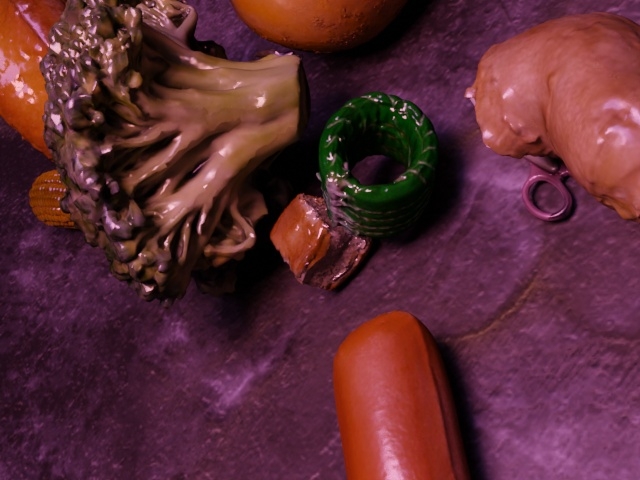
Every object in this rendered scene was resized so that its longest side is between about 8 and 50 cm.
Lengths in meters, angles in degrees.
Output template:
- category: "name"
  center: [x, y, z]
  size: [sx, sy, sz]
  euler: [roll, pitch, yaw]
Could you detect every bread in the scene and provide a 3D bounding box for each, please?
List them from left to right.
- category: "bread"
  center: [-0.399, -0.269, 1.497]
  size: [0.194, 0.179, 0.340]
  euler: [-45, 45, 16]
- category: "bread"
  center: [0.001, 0.001, 1.072]
  size: [0.070, 0.077, 0.083]
  euler: [-56, 44, 21]

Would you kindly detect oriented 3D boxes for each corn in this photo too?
- category: "corn"
  center: [-0.290, -0.052, 1.356]
  size: [0.231, 0.080, 0.080]
  euler: [4, 71, 44]

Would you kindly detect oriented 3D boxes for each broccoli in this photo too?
- category: "broccoli"
  center: [-0.158, -0.103, 1.103]
  size: [0.334, 0.272, 0.324]
  euler: [-62, -13, -71]

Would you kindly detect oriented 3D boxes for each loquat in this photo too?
- category: "loquat"
  center: [-0.002, -0.314, 1.130]
  size: [0.235, 0.235, 0.235]
  euler: [-20, 56, 34]

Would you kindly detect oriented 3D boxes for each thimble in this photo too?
- category: "thimble"
  center: [0.055, -0.070, 1.018]
  size: [0.118, 0.090, 0.130]
  euler: [30, 63, 18]

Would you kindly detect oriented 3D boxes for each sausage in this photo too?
- category: "sausage"
  center: [0.072, 0.188, 0.888]
  size: [0.105, 0.105, 0.274]
  euler: [-30, 51, 27]

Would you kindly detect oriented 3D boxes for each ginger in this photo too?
- category: "ginger"
  center: [0.236, -0.102, 0.865]
  size: [0.152, 0.138, 0.267]
  euler: [-56, 39, 9]

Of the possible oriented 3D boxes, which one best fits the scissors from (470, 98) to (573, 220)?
- category: "scissors"
  center: [0.190, -0.091, 0.982]
  size: [0.085, 0.022, 0.176]
  euler: [-46, 48, 9]
